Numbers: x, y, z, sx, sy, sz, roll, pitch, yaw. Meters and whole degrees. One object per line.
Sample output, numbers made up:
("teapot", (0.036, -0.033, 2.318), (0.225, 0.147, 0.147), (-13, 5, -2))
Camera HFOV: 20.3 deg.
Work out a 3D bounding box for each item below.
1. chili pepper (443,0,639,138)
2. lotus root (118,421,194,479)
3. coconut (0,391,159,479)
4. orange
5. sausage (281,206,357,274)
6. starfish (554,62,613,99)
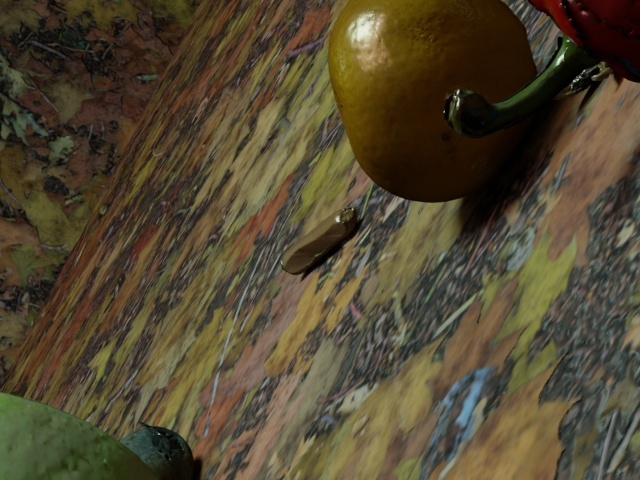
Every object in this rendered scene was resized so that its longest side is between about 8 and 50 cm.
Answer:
("chili pepper", (0.214, -0.196, 0.969), (0.387, 0.110, 0.110), (-50, 14, 15))
("lotus root", (-0.150, 0.201, 1.535), (0.088, 0.088, 0.165), (-56, 2, 15))
("coconut", (-0.254, 0.259, 1.327), (0.328, 0.281, 0.328), (-163, 90, -83))
("orange", (0.078, -0.105, 1.205), (0.136, 0.159, 0.159), (-15, 13, -3))
("sausage", (0.000, 0.000, 1.536), (0.116, 0.026, 0.026), (-40, 22, 57))
("starfish", (0.177, -0.126, 1.115), (0.091, 0.028, 0.078), (-31, 36, 61))
